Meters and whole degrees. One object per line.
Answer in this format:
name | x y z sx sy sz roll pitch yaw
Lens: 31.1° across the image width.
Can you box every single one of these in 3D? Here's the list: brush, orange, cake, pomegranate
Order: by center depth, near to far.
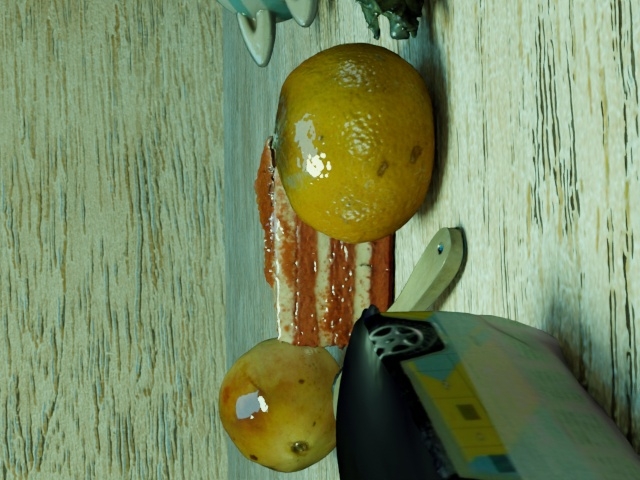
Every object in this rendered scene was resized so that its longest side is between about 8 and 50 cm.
brush | 0.094 0.101 1.236 0.327 0.065 0.070 117 159 -46
orange | 0.031 -0.104 1.247 0.224 0.170 0.224 -177 90 -78
cake | 0.000 0.000 1.436 0.159 0.158 0.262 -179 89 -82
pomegranate | -0.047 0.227 1.616 0.191 0.191 0.191 -179 90 -79

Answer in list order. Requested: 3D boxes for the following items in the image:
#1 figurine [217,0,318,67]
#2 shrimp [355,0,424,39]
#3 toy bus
figurine | -0.129 -0.433 1.853 0.361 0.266 0.378 97 173 -68
shrimp | 0.081 -0.393 1.280 0.272 0.085 0.445 111 162 -47
toy bus | 0.124 0.183 0.773 0.386 0.162 0.171 -115 31 -65
